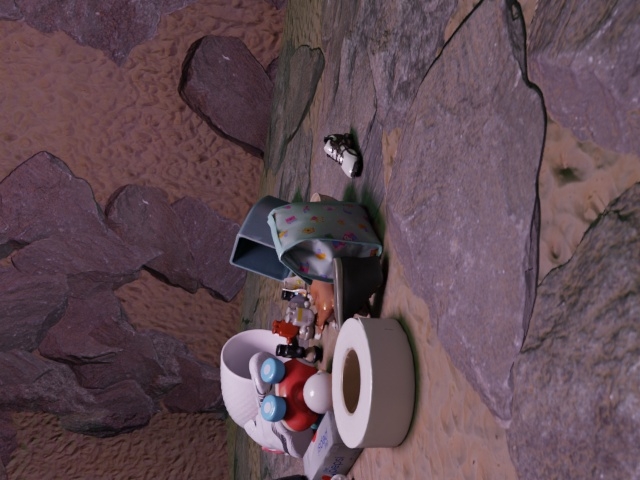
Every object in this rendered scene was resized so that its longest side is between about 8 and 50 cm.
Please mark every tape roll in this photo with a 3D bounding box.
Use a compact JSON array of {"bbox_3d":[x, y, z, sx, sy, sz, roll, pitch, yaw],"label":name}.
[{"bbox_3d":[0.111,0.315,1.347,0.286,0.100,0.286,-175,90,-76],"label":"tape roll"}]

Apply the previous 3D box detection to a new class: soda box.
[{"bbox_3d":[0.030,0.561,1.598,0.286,0.091,0.098,109,160,-45],"label":"soda box"}]

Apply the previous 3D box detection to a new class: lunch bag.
[{"bbox_3d":[0.000,0.000,1.552,0.223,0.262,0.160,-109,27,-55],"label":"lunch bag"}]

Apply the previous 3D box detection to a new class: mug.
[{"bbox_3d":[-0.222,0.528,2.324,0.374,0.276,0.328,-54,-25,-54],"label":"mug"}]

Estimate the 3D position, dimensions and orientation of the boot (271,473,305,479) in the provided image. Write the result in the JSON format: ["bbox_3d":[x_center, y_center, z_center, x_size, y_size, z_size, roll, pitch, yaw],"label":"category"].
[{"bbox_3d":[-0.064,0.789,1.678,0.338,0.118,0.223,53,-158,-54],"label":"boot"}]

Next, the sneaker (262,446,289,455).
[{"bbox_3d":[-0.134,0.656,2.115,0.116,0.136,0.314,-106,25,-51],"label":"sneaker"}]

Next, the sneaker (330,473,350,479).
[{"bbox_3d":[0.046,0.716,1.518,0.095,0.090,0.235,104,167,-66],"label":"sneaker"}]

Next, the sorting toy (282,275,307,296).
[{"bbox_3d":[-0.078,0.138,1.857,0.083,0.075,0.045,-84,-1,-53],"label":"sorting toy"}]

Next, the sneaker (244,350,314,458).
[{"bbox_3d":[-0.174,0.540,1.960,0.210,0.137,0.366,-18,99,44],"label":"sneaker"}]

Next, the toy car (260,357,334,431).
[{"bbox_3d":[-0.013,0.418,1.712,0.238,0.219,0.210,-30,50,37],"label":"toy car"}]

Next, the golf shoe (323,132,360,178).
[{"bbox_3d":[0.057,-0.244,1.746,0.198,0.093,0.077,-107,27,-51],"label":"golf shoe"}]

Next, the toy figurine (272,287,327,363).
[{"bbox_3d":[-0.061,0.273,1.963,0.213,0.148,0.210,-114,37,-66],"label":"toy figurine"}]

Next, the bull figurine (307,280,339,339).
[{"bbox_3d":[0.017,0.139,1.772,0.310,0.101,0.188,-95,9,-54],"label":"bull figurine"}]

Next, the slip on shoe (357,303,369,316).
[{"bbox_3d":[0.098,0.150,1.561,0.135,0.051,0.041,-106,38,-67],"label":"slip on shoe"}]

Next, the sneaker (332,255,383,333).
[{"bbox_3d":[0.095,0.144,1.459,0.083,0.118,0.222,-109,15,-68],"label":"sneaker"}]

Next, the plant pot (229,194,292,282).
[{"bbox_3d":[-0.190,-0.026,2.362,0.248,0.247,0.252,118,169,-57],"label":"plant pot"}]

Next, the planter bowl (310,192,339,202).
[{"bbox_3d":[0.030,-0.053,1.755,0.162,0.109,0.162,-175,90,-75],"label":"planter bowl"}]
